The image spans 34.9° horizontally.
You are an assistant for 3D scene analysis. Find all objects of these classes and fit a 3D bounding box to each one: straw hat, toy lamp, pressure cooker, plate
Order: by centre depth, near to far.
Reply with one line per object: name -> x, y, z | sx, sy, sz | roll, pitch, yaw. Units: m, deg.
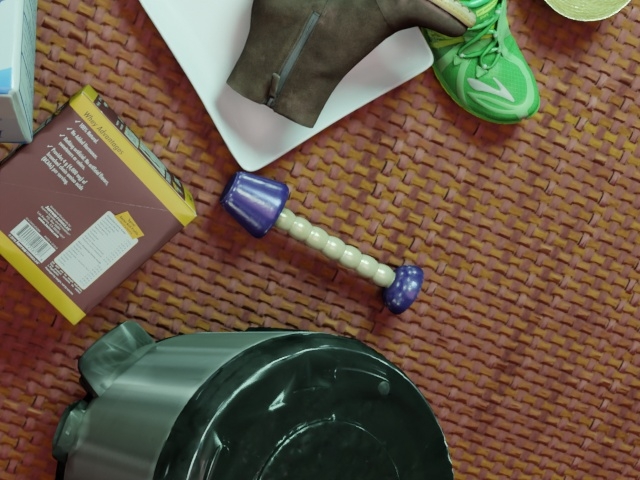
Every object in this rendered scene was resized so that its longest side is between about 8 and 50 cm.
pressure cooker -> -0.105, 0.280, 1.174 | 0.376, 0.420, 0.369 | 10, 80, -32
plate -> -0.044, -0.267, 1.237 | 0.278, 0.045, 0.277 | -31, 106, -2
straw hat -> 0.325, -0.339, 1.278 | 0.145, 0.061, 0.144 | 0, 89, 0
toy lamp -> 0.000, 0.000, 1.290 | 0.275, 0.080, 0.080 | 31, 95, -17

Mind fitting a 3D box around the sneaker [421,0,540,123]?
sneaker -> 0.176, -0.263, 1.236 | 0.109, 0.123, 0.295 | -34, 107, -2

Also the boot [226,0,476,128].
boot -> 0.032, -0.224, 1.176 | 0.249, 0.090, 0.206 | 25, 106, 7

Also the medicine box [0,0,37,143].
medicine box -> -0.435, -0.258, 1.059 | 0.264, 0.149, 0.289 | 1, 73, -10

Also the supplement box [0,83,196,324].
supplement box -> -0.282, -0.046, 1.200 | 0.194, 0.129, 0.191 | -42, 105, 1
